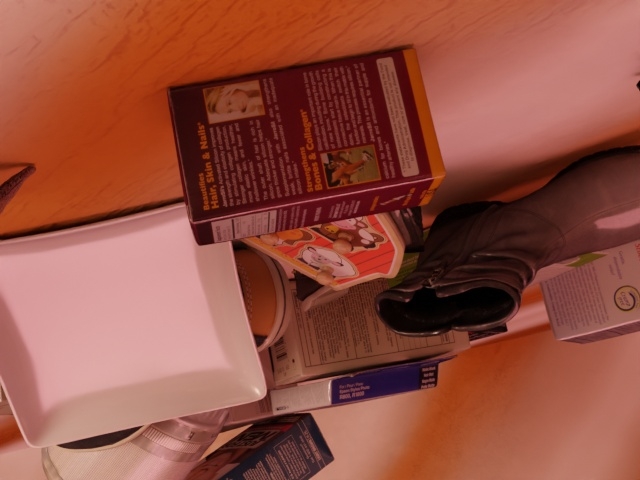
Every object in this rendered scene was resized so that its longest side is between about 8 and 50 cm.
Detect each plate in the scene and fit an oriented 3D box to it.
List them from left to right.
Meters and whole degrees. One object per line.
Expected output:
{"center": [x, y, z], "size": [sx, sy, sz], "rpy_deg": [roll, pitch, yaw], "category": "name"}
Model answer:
{"center": [-0.215, 0.087, 1.040], "size": [0.278, 0.045, 0.277], "rpy_deg": [-12, 125, -2], "category": "plate"}

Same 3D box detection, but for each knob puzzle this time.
{"center": [0.000, 0.000, 0.991], "size": [0.213, 0.030, 0.213], "rpy_deg": [14, 153, 7], "category": "knob puzzle"}

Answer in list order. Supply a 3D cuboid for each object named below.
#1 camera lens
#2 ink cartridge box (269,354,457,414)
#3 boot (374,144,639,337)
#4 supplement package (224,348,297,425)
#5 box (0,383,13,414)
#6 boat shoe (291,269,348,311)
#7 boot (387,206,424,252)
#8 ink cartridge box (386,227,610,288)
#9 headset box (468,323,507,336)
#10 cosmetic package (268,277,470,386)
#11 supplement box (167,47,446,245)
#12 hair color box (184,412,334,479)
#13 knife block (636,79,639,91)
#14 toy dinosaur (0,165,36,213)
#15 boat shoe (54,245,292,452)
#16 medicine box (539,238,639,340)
{"center": [-0.290, 0.296, 1.540], "size": [0.274, 0.219, 0.219], "rpy_deg": [-53, 154, 13], "category": "camera lens"}
{"center": [0.070, 0.231, 1.535], "size": [0.223, 0.045, 0.224], "rpy_deg": [-3, 168, -36], "category": "ink cartridge box"}
{"center": [0.241, 0.018, 1.093], "size": [0.338, 0.118, 0.222], "rpy_deg": [-23, -165, 33], "category": "boot"}
{"center": [-0.207, 0.271, 1.810], "size": [0.178, 0.175, 0.293], "rpy_deg": [-1, 163, -46], "category": "supplement package"}
{"center": [-0.473, 0.224, 1.549], "size": [0.113, 0.094, 0.275], "rpy_deg": [-17, 167, 17], "category": "box"}
{"center": [0.014, 0.035, 1.264], "size": [0.081, 0.068, 0.228], "rpy_deg": [-20, 171, -23], "category": "boat shoe"}
{"center": [0.028, -0.019, 1.044], "size": [0.161, 0.083, 0.246], "rpy_deg": [-8, 166, 5], "category": "boot"}
{"center": [0.242, 0.018, 1.353], "size": [0.255, 0.097, 0.189], "rpy_deg": [-25, 162, 33], "category": "ink cartridge box"}
{"center": [0.168, 0.153, 1.810], "size": [0.293, 0.110, 0.218], "rpy_deg": [-19, 165, 27], "category": "headset box"}
{"center": [0.070, 0.131, 1.547], "size": [0.296, 0.153, 0.129], "rpy_deg": [-5, 167, -23], "category": "cosmetic package"}
{"center": [-0.012, -0.068, 0.732], "size": [0.188, 0.104, 0.081], "rpy_deg": [-11, 167, -6], "category": "supplement box"}
{"center": [-0.162, 0.435, 1.713], "size": [0.347, 0.105, 0.174], "rpy_deg": [-30, -174, -36], "category": "hair color box"}
{"center": [0.407, -0.154, 0.800], "size": [0.276, 0.088, 0.242], "rpy_deg": [-17, 167, 16], "category": "knife block"}
{"center": [-0.359, 0.009, 0.718], "size": [0.296, 0.127, 0.200], "rpy_deg": [-17, 160, -4], "category": "toy dinosaur"}
{"center": [-0.250, 0.147, 1.265], "size": [0.156, 0.186, 0.500], "rpy_deg": [4, 153, -47], "category": "boat shoe"}
{"center": [0.600, 0.096, 1.886], "size": [0.289, 0.149, 0.263], "rpy_deg": [-18, 166, 21], "category": "medicine box"}
